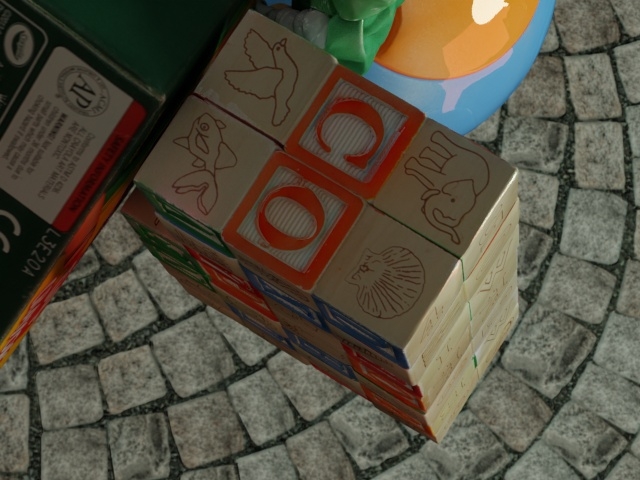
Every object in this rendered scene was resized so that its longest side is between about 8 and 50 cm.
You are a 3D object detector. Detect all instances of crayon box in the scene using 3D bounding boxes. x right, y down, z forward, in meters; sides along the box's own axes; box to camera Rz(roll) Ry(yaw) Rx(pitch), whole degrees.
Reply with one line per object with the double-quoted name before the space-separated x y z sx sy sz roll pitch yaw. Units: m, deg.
"crayon box" -0.133 -0.067 0.830 0.363 0.106 0.313 -49 -173 41

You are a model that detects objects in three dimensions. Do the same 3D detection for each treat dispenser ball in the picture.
"treat dispenser ball" 0.030 -0.200 1.176 0.288 0.288 0.288 -53 -174 8

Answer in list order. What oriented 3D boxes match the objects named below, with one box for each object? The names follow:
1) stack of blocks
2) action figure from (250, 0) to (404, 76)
"stack of blocks" 0.000 0.000 0.757 0.087 0.171 0.297 -57 167 -8
"action figure" 0.013 -0.115 0.710 0.137 0.063 0.232 -56 -173 1
